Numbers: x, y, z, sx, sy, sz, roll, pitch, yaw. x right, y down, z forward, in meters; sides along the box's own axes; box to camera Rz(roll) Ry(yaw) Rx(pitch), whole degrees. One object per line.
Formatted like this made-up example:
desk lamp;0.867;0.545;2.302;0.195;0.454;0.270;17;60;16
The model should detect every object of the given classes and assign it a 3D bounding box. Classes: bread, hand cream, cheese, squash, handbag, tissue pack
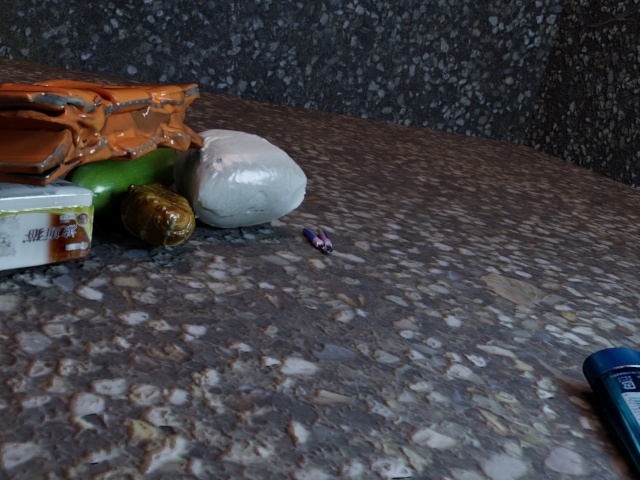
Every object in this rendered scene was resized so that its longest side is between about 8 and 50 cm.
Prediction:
bread;-0.239;-0.034;1.045;0.104;0.076;0.233;19;6;-21
hand cream;0.354;0.201;0.729;0.120;0.061;0.270;9;22;-5
cheese;-0.146;-0.101;1.188;0.198;0.154;0.189;-5;35;-35
squash;-0.314;-0.112;1.209;0.101;0.101;0.379;14;15;7
handbag;-0.360;-0.156;0.947;0.303;0.116;0.410;2;13;15
tissue pack;-0.370;-0.023;0.872;0.106;0.099;0.148;18;18;37

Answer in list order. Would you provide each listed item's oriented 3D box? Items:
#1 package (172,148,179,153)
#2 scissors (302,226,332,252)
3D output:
package;-0.329;-0.188;1.463;0.166;0.040;0.232;14;27;-30
scissors;0.000;0.000;1.208;0.039;0.012;0.113;6;18;-18
